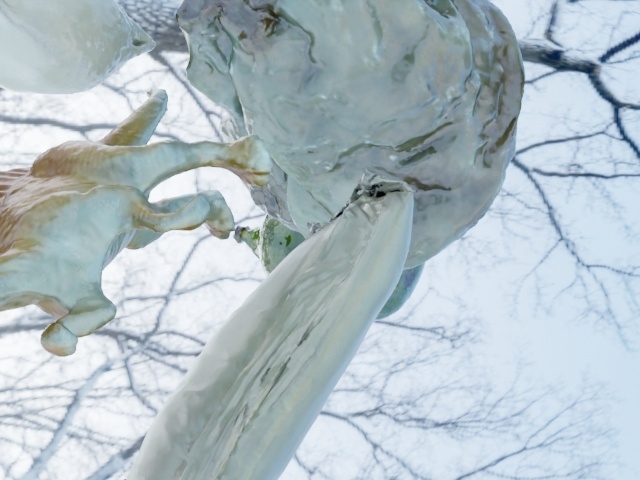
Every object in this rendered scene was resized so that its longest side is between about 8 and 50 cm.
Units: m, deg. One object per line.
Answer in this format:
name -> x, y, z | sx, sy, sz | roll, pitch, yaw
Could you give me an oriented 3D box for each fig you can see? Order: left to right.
fig -> 0.000, 0.000, 1.184 | 0.235, 0.203, 0.203 | 8, -80, 50

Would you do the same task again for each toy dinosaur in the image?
toy dinosaur -> -0.100, -0.013, 0.387 | 0.212, 0.142, 0.057 | -145, -131, -62

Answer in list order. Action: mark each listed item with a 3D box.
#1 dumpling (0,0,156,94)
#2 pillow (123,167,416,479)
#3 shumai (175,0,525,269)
dumpling -> -0.261, -0.183, 0.885 | 0.166, 0.216, 0.126 | -12, -76, 35
pillow -> -0.030, 0.066, 0.434 | 0.053, 0.208, 0.119 | 37, -16, -13
shumai -> -0.002, -0.140, 0.854 | 0.309, 0.263, 0.304 | -17, -111, 27
